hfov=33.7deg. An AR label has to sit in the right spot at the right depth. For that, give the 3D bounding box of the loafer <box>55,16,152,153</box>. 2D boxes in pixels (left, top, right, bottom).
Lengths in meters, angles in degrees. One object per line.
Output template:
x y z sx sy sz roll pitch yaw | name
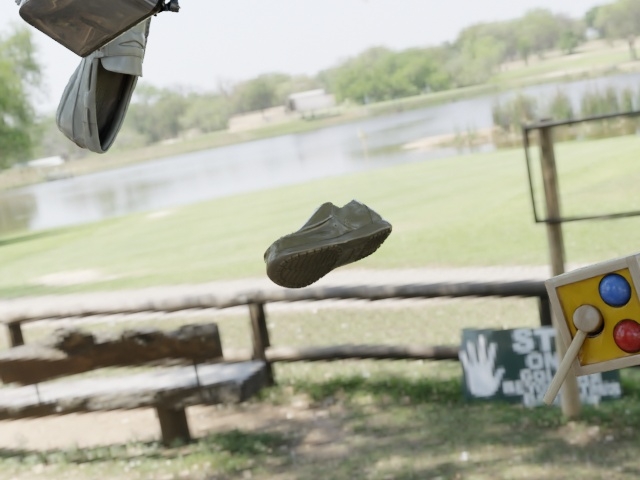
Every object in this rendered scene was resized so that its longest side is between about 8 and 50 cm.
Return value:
-0.311 -0.287 1.628 0.111 0.319 0.112 34 23 31 | loafer

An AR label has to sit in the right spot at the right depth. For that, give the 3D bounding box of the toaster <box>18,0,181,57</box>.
-0.229 -0.308 1.134 0.110 0.168 0.186 25 -28 -37 | toaster

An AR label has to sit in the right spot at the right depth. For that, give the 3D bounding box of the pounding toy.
0.301 0.091 1.127 0.141 0.130 0.100 -21 -5 41 | pounding toy

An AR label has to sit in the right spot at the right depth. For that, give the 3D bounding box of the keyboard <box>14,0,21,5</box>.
-0.238 -0.293 0.925 0.014 0.072 0.256 25 33 -25 | keyboard

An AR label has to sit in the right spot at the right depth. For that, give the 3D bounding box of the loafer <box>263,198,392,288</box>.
0.000 0.000 0.909 0.148 0.050 0.056 -15 -34 -49 | loafer
